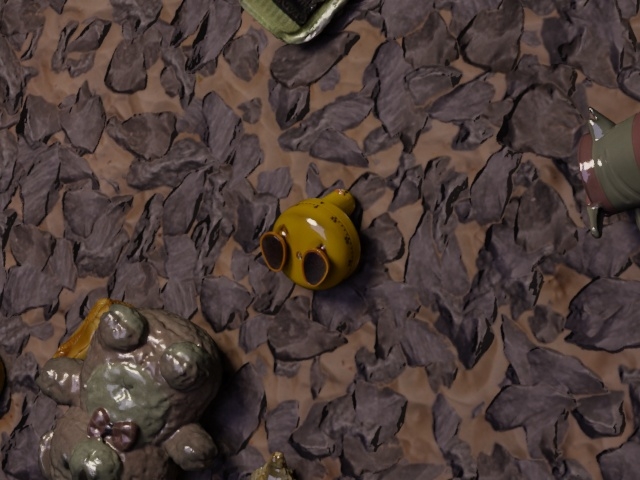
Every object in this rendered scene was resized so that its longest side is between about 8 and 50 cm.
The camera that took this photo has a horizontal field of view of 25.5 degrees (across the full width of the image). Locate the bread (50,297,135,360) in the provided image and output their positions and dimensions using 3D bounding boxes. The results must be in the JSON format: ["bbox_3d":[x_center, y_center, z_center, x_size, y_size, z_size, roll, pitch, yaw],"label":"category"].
[{"bbox_3d":[-0.274,0.129,1.741,0.132,0.074,0.053,-46,55,12],"label":"bread"}]

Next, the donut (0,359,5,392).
[{"bbox_3d":[-0.454,0.184,1.840,0.108,0.043,0.097,-46,65,13],"label":"donut"}]

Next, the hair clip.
[{"bbox_3d":[0.037,-0.378,1.645,0.321,0.138,0.091,-43,22,16],"label":"hair clip"}]

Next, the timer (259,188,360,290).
[{"bbox_3d":[0.000,0.000,1.621,0.107,0.109,0.107,16,120,31],"label":"timer"}]

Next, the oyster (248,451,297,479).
[{"bbox_3d":[-0.056,0.327,1.625,0.146,0.045,0.121,-42,81,16],"label":"oyster"}]

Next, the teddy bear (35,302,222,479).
[{"bbox_3d":[-0.226,0.207,1.660,0.236,0.151,0.267,30,92,13],"label":"teddy bear"}]

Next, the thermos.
[{"bbox_3d":[0.392,-0.084,1.403,0.265,0.146,0.176,-18,100,32],"label":"thermos"}]
